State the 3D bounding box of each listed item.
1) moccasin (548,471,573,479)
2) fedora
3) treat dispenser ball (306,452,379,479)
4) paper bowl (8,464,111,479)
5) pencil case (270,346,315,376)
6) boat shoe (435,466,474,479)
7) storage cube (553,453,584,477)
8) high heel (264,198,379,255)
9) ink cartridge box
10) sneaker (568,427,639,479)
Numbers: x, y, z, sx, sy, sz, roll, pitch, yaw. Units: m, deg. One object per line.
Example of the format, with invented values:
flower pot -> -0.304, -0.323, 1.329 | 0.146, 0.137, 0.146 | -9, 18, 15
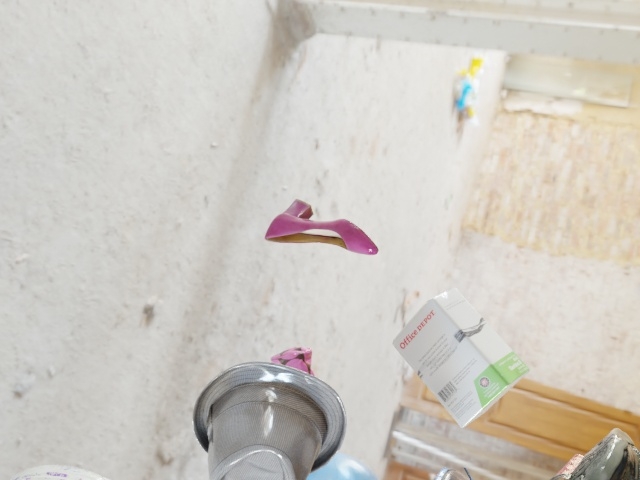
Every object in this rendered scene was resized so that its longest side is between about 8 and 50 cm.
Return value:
moccasin -> 0.578, 0.452, 1.402 | 0.139, 0.380, 0.147 | 106, -29, -47
fedora -> -0.090, 0.325, 1.239 | 0.275, 0.244, 0.124 | -57, -166, 39
treat dispenser ball -> 0.018, 0.641, 1.860 | 0.288, 0.288, 0.288 | 11, 90, -70
paper bowl -> -0.334, 0.434, 1.077 | 0.148, 0.284, 0.284 | -56, 151, -67
pencil case -> -0.024, 0.310, 1.586 | 0.098, 0.095, 0.209 | -23, 95, -47
boat shoe -> 0.194, 0.345, 1.034 | 0.258, 0.089, 0.109 | 21, 87, -68
storage cube -> 0.589, 0.600, 1.699 | 0.193, 0.184, 0.214 | -19, 114, -49
high heel -> 0.000, 0.000, 1.675 | 0.117, 0.244, 0.082 | -50, 154, -21
ink cartridge box -> 0.336, 0.283, 1.945 | 0.115, 0.273, 0.198 | -18, 151, -46
sneaker -> 0.377, 0.303, 0.968 | 0.087, 0.130, 0.227 | -48, 156, 11
